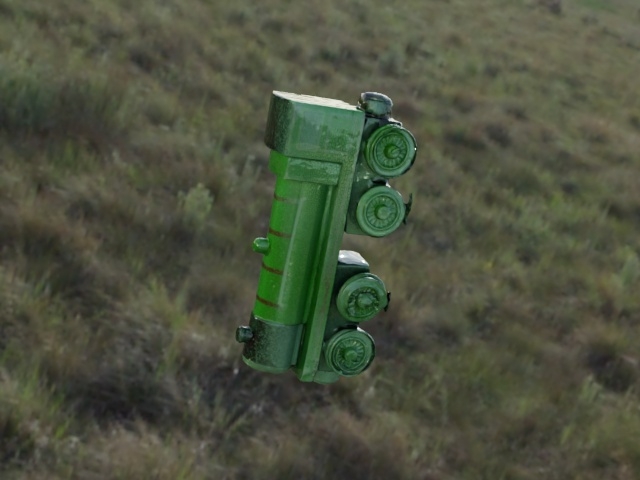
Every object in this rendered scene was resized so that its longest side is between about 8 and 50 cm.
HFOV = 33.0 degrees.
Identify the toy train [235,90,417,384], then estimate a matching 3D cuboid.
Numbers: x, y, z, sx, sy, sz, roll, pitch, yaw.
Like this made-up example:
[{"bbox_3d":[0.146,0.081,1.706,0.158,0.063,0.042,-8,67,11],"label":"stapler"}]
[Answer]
[{"bbox_3d":[0.000,0.000,0.883,0.119,0.251,0.085,6,14,-21],"label":"toy train"}]
